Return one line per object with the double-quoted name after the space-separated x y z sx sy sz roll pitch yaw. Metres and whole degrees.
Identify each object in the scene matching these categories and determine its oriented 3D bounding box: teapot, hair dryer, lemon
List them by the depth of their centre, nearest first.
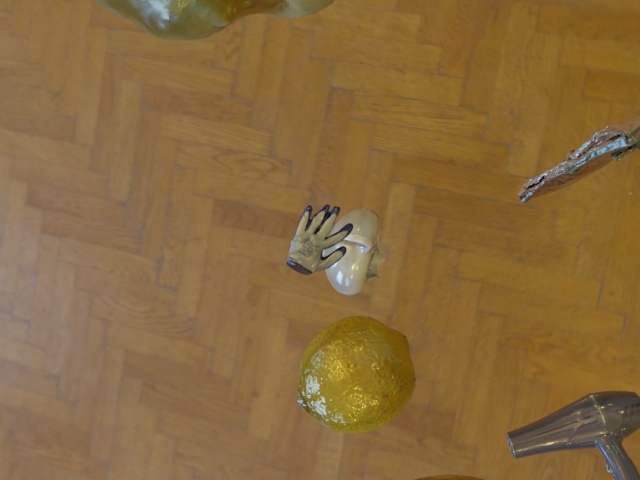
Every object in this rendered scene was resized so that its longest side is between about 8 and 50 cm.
0.053 0.016 1.379 0.092 0.226 0.145 12 82 8 "teapot"
0.587 0.493 1.812 0.301 0.121 0.361 -18 43 2 "hair dryer"
0.084 0.313 2.002 0.293 0.293 0.292 1 93 20 "lemon"

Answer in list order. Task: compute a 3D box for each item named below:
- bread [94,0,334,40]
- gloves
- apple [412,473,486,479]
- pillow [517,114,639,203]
-0.068 -0.325 0.730 0.301 0.210 0.341 15 91 32 "bread"
0.000 0.000 0.971 0.064 0.026 0.086 26 82 -5 "gloves"
0.119 0.300 0.739 0.173 0.160 0.195 9 94 -8 "apple"
0.361 -0.110 1.117 0.043 0.126 0.232 67 152 9 "pillow"
